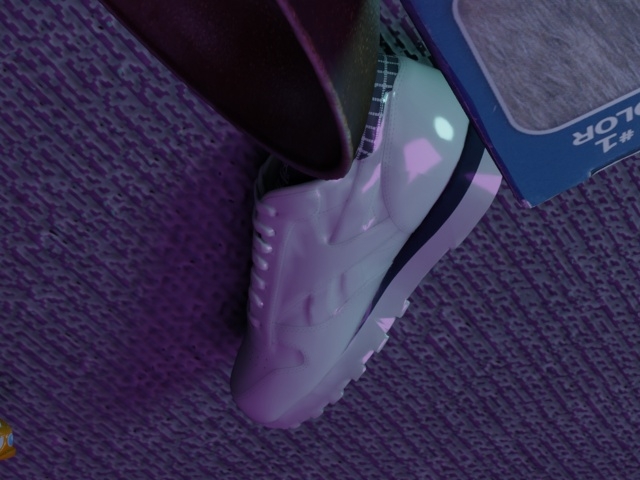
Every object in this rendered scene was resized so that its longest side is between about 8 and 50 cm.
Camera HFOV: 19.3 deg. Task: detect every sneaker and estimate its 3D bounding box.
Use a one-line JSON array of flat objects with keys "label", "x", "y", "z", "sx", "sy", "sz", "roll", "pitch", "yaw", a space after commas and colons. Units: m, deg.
[{"label": "sneaker", "x": 0.000, "y": 0.000, "z": 0.945, "sx": 0.095, "sy": 0.090, "sz": 0.235, "roll": 18, "pitch": 126, "yaw": -21}]

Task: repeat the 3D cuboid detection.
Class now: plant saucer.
[{"label": "plant saucer", "x": -0.081, "y": -0.149, "z": 0.572, "sx": 0.050, "sy": 0.310, "sz": 0.310, "roll": -42, "pitch": 141, "yaw": -9}]

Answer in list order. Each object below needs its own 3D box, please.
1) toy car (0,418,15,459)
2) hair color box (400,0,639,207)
[{"label": "toy car", "x": -0.219, "y": 0.092, "z": 0.975, "sx": 0.122, "sy": 0.060, "sz": 0.040, "roll": 2, "pitch": 105, "yaw": -34}, {"label": "hair color box", "x": 0.061, "y": -0.194, "z": 0.516, "sx": 0.174, "sy": 0.347, "sz": 0.105, "roll": -26, "pitch": 141, "yaw": 8}]
